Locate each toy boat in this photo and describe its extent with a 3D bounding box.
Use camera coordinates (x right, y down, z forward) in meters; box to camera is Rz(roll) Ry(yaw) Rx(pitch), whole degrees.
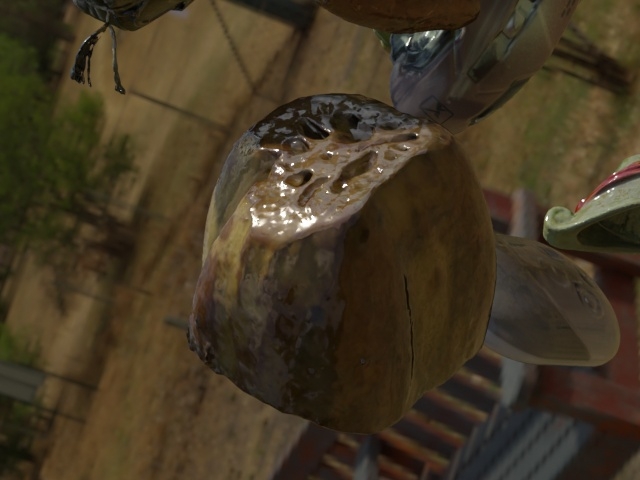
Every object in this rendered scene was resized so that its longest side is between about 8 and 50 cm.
[{"bbox_3d":[0.243,-0.014,0.915,0.089,0.185,0.071,88,-165,-58],"label":"toy boat"}]

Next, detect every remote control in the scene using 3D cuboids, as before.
[{"bbox_3d":[0.266,0.074,1.782,0.103,0.332,0.221,-54,54,25],"label":"remote control"}]

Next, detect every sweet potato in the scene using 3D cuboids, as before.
[{"bbox_3d":[0.094,-0.302,1.675,0.097,0.251,0.097,5,96,54],"label":"sweet potato"}]

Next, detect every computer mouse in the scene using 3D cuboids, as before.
[{"bbox_3d":[0.243,-0.295,1.847,0.389,0.199,0.115,-53,26,-1],"label":"computer mouse"}]

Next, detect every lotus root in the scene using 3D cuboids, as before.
[{"bbox_3d":[0.000,0.000,1.283,0.316,0.316,0.250,-85,-2,-53],"label":"lotus root"}]

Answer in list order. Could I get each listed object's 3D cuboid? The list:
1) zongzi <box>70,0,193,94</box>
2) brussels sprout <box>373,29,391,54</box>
[{"bbox_3d":[-0.229,-0.460,1.800,0.447,0.181,0.418,-43,-35,-29],"label":"zongzi"},{"bbox_3d":[0.177,-0.375,2.100,0.244,0.244,0.244,-160,90,-79],"label":"brussels sprout"}]
